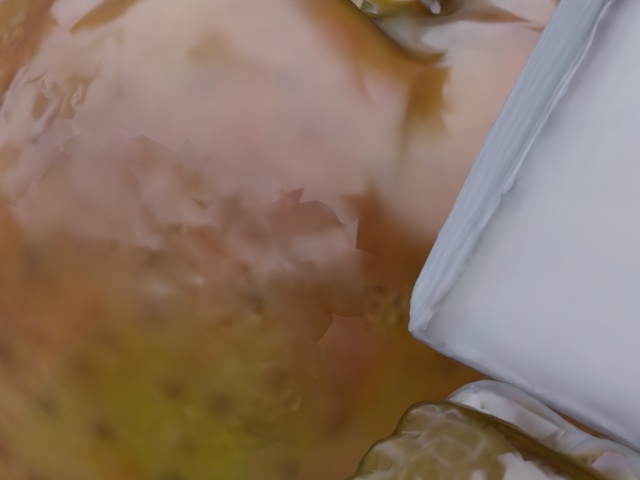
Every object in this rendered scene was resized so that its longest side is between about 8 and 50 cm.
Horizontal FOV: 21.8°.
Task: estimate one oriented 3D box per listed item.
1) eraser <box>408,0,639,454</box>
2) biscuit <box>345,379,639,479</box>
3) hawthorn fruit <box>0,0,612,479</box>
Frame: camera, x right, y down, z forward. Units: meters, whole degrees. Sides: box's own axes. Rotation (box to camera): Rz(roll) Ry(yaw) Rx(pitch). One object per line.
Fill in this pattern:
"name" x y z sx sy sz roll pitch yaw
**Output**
"eraser" 0.178 0.006 0.387 0.270 0.174 0.095 28 15 -1
"biscuit" 0.157 0.187 0.425 0.064 0.432 0.283 -46 46 -12
"hawthorn fruit" 0.000 0.000 0.836 0.471 0.472 0.472 -10 12 2
